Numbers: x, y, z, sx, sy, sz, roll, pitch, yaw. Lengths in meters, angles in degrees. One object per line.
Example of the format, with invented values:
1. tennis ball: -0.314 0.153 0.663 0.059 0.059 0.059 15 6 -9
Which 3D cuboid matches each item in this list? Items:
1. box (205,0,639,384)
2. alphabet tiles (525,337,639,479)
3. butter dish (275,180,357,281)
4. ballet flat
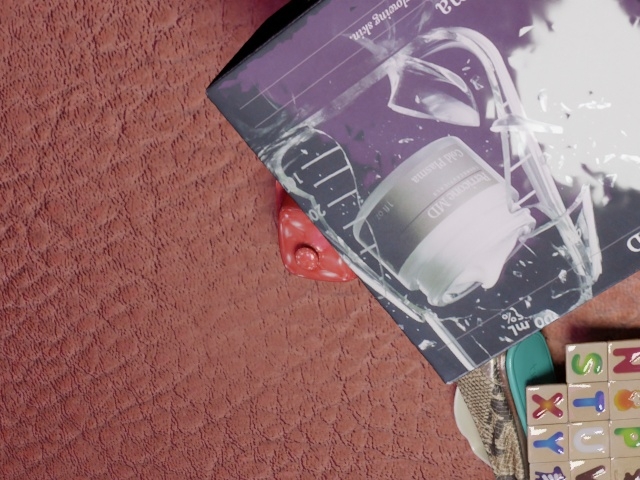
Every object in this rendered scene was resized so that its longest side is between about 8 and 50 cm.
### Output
1. box: 0.211 -0.172 1.691 0.480 0.297 0.471 -35 103 24
2. alphabet tiles: 0.459 0.271 1.960 0.343 0.011 0.285 -4 104 1
3. butter dish: 0.000 0.000 1.933 0.160 0.118 0.159 8 121 20
4. ballet flat: 0.303 0.327 2.083 0.182 0.164 0.482 -5 112 48
